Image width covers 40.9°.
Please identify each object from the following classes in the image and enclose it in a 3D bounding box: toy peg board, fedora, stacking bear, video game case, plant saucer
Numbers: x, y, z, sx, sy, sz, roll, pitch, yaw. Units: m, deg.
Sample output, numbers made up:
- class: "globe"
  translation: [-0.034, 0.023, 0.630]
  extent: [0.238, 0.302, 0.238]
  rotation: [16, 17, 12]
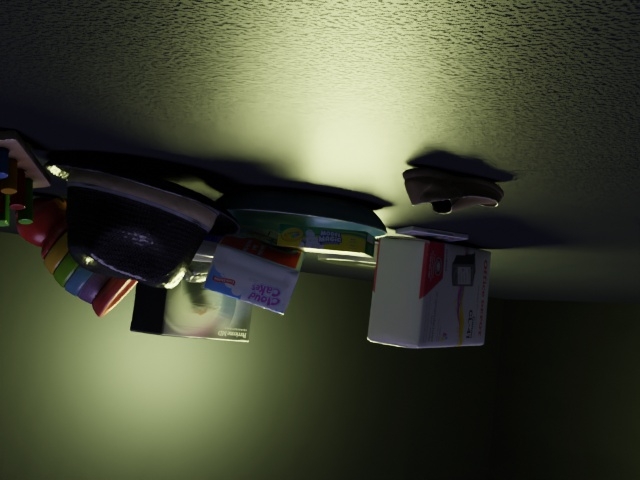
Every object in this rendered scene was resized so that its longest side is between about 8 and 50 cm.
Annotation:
- class: "toy peg board"
  translation: [-0.472, -0.074, 1.177]
  extent: [0.161, 0.079, 0.161]
  rotation: [-6, 161, -3]
- class: "fedora"
  translation: [-0.294, -0.012, 1.360]
  extent: [0.334, 0.153, 0.334]
  rotation: [15, 171, 2]
- class: "stacking bear"
  translation: [-0.538, 0.017, 1.885]
  extent: [0.289, 0.164, 0.175]
  rotation: [42, -167, -2]
- class: "video game case"
  translation: [0.222, -0.013, 1.715]
  extent: [0.122, 0.011, 0.087]
  rotation: [8, 174, -17]
- class: "plant saucer"
  translation: [-0.038, -0.047, 1.504]
  extent: [0.317, 0.044, 0.317]
  rotation: [6, 175, 1]

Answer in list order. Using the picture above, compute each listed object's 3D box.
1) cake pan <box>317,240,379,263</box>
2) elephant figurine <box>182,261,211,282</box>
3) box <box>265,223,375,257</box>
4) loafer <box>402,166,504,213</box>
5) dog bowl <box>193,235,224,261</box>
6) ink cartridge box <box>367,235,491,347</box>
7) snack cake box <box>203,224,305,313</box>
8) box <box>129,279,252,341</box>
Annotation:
- class: "cake pan"
  translation: [0.122, 0.037, 2.166]
  extent: [0.293, 0.054, 0.293]
  rotation: [7, 175, 1]
- class: "elephant figurine"
  translation: [-0.227, 0.036, 2.051]
  extent: [0.239, 0.186, 0.169]
  rotation: [10, 162, -23]
- class: "box"
  translation: [0.000, 0.000, 1.508]
  extent: [0.179, 0.043, 0.105]
  rotation: [3, 175, 12]
- class: "loafer"
  translation: [0.165, -0.057, 1.082]
  extent: [0.148, 0.050, 0.056]
  rotation: [9, 174, -24]
- class: "dog bowl"
  translation: [-0.309, -0.021, 1.780]
  extent: [0.264, 0.104, 0.265]
  rotation: [7, 174, 1]
- class: "ink cartridge box"
  translation: [0.243, 0.115, 1.854]
  extent: [0.131, 0.226, 0.306]
  rotation: [4, 178, 37]
- class: "snack cake box"
  translation: [-0.111, 0.038, 1.600]
  extent: [0.152, 0.089, 0.264]
  rotation: [20, -167, -1]
- class: "box"
  translation: [-0.344, 0.125, 2.390]
  extent: [0.296, 0.294, 0.182]
  rotation: [10, 174, -41]
